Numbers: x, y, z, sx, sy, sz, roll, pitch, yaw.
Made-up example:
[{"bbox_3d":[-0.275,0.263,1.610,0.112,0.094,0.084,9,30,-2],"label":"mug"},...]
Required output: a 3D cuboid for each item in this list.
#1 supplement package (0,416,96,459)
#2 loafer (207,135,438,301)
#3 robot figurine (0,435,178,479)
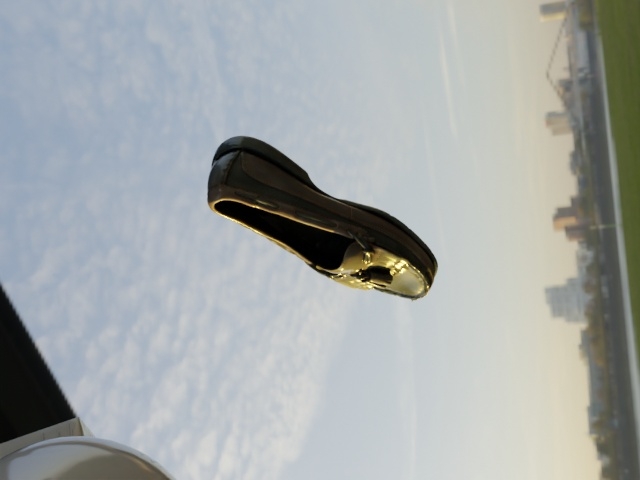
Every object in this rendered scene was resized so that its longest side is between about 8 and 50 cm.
[{"bbox_3d":[-0.407,0.357,1.141,0.139,0.244,0.134,78,173,-53],"label":"supplement package"},{"bbox_3d":[0.000,0.000,0.863,0.267,0.096,0.084,31,-137,-16],"label":"loafer"},{"bbox_3d":[-0.173,0.229,0.558,0.278,0.209,0.174,-46,58,57],"label":"robot figurine"}]
